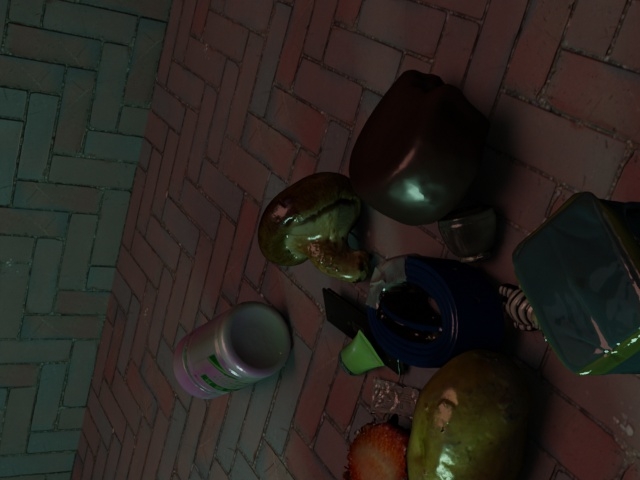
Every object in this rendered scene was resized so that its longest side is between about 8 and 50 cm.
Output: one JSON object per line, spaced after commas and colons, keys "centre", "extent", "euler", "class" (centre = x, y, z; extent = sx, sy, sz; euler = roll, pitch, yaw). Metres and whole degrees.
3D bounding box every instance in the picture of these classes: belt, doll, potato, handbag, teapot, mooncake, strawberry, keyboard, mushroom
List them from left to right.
{"centre": [-0.014, -0.034, 1.956], "extent": [0.254, 0.267, 0.267], "euler": [33, 114, 53], "class": "mushroom"}
{"centre": [0.097, 0.204, 1.928], "extent": [0.317, 0.027, 0.106], "euler": [32, 138, 53], "class": "keyboard"}
{"centre": [0.161, 0.483, 1.757], "extent": [0.233, 0.138, 0.306], "euler": [-65, 18, 11], "class": "strawberry"}
{"centre": [0.198, -0.187, 1.660], "extent": [0.326, 0.174, 0.333], "euler": [-22, 41, 64], "class": "mooncake"}
{"centre": [0.215, 0.139, 1.660], "extent": [0.347, 0.117, 0.212], "euler": [-163, 76, -65], "class": "belt"}
{"centre": [0.276, -0.007, 1.633], "extent": [0.149, 0.111, 0.108], "euler": [-6, 101, 49], "class": "teapot"}
{"centre": [0.270, 0.319, 1.499], "extent": [0.229, 0.229, 0.265], "euler": [51, 142, 46], "class": "potato"}
{"centre": [0.392, 0.130, 1.475], "extent": [0.219, 0.067, 0.090], "euler": [25, 115, 54], "class": "doll"}
{"centre": [0.451, 0.067, 1.233], "extent": [0.222, 0.241, 0.263], "euler": [-55, 46, 38], "class": "handbag"}

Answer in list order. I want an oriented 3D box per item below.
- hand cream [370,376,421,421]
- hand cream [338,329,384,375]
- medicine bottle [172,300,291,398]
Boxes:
{"centre": [0.183, 0.347, 1.790], "extent": [0.257, 0.050, 0.084], "euler": [-2, 83, 63], "class": "hand cream"}
{"centre": [0.088, 0.263, 1.911], "extent": [0.095, 0.046, 0.175], "euler": [56, 152, 8], "class": "hand cream"}
{"centre": [-0.246, 0.305, 2.299], "extent": [0.325, 0.212, 0.211], "euler": [-31, 61, 50], "class": "medicine bottle"}
